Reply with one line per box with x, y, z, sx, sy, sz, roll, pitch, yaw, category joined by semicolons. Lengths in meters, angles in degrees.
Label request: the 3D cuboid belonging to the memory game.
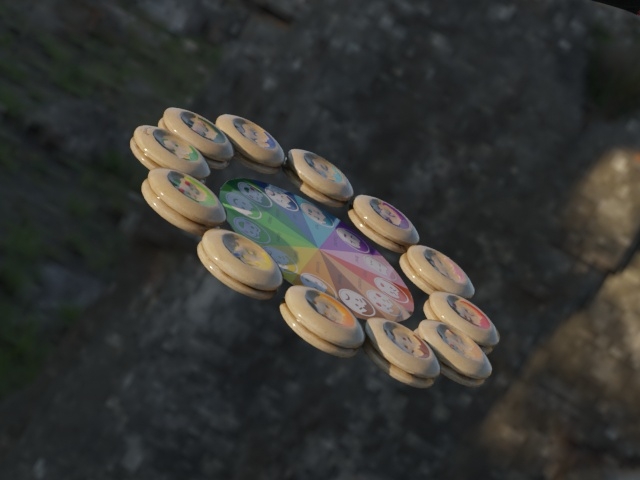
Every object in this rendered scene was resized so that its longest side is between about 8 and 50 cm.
0.000;0.000;0.764;0.186;0.012;0.186;30;20;-12;memory game

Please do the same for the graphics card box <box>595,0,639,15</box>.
-0.018;-0.247;0.684;0.370;0.233;0.094;15;-15;0;graphics card box
